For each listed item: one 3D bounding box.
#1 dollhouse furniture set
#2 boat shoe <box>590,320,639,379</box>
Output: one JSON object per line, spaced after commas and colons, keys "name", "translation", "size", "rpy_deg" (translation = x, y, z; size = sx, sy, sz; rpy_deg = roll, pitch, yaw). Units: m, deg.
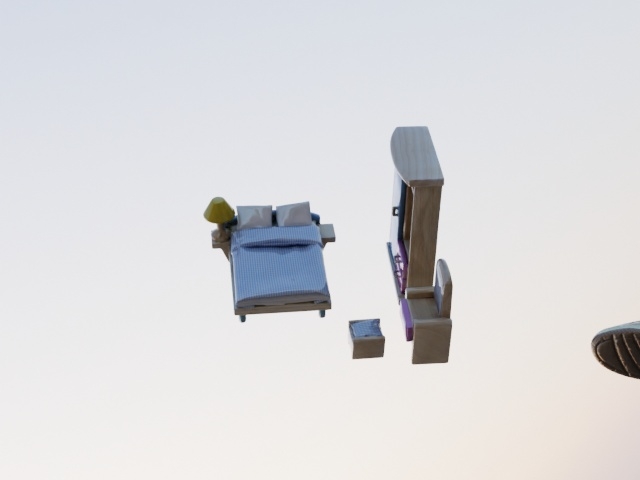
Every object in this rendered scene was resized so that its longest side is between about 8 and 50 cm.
{"name": "dollhouse furniture set", "translation": [0.000, 0.000, 1.493], "size": [0.303, 0.286, 0.198], "rpy_deg": [-2, -55, -4]}
{"name": "boat shoe", "translation": [0.391, 0.109, 1.257], "size": [0.072, 0.190, 0.068], "rpy_deg": [-49, -50, -45]}
